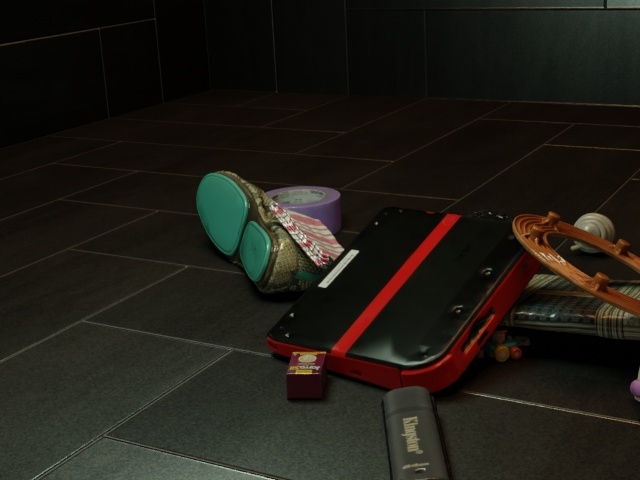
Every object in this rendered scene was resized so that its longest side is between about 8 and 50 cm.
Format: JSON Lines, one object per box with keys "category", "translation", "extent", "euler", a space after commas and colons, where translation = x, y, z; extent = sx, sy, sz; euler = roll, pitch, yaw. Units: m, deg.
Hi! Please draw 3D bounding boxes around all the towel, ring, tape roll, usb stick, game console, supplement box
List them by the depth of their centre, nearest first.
{"category": "usb stick", "translation": [0.123, 0.264, 1.361], "extent": [0.077, 0.045, 0.278], "euler": [-2, 18, 1]}
{"category": "supplement box", "translation": [-0.021, 0.203, 1.585], "extent": [0.055, 0.043, 0.083], "euler": [-1, 18, 6]}
{"category": "ring", "translation": [0.460, 0.038, 1.662], "extent": [0.336, 0.032, 0.336], "euler": [22, 20, -9]}
{"category": "game console", "translation": [0.145, 0.085, 1.718], "extent": [0.342, 0.060, 0.386], "euler": [8, 42, 40]}
{"category": "towel", "translation": [0.433, 0.111, 1.754], "extent": [0.312, 0.056, 0.324], "euler": [2, 10, 27]}
{"category": "towel", "translation": [0.000, 0.000, 1.980], "extent": [0.144, 0.029, 0.197], "euler": [22, 21, -49]}
{"category": "tape roll", "translation": [-0.047, -0.063, 2.393], "extent": [0.189, 0.080, 0.189], "euler": [-2, 17, 1]}

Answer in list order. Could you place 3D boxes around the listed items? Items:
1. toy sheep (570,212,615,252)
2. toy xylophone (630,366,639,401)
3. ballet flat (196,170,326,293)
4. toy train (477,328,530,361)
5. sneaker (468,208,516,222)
{"category": "toy sheep", "translation": [0.550, -0.013, 2.126], "extent": [0.091, 0.091, 0.132], "euler": [7, 14, 28]}
{"category": "toy xylophone", "translation": [0.599, 0.176, 1.479], "extent": [0.322, 0.081, 0.236], "euler": [-4, -2, 10]}
{"category": "ballet flat", "translation": [-0.110, -0.007, 2.154], "extent": [0.182, 0.164, 0.483], "euler": [13, 15, -27]}
{"category": "toy train", "translation": [0.252, 0.151, 1.703], "extent": [0.166, 0.046, 0.125], "euler": [4, 19, 21]}
{"category": "sneaker", "translation": [0.282, 0.024, 1.972], "extent": [0.107, 0.124, 0.283], "euler": [23, 20, 35]}
